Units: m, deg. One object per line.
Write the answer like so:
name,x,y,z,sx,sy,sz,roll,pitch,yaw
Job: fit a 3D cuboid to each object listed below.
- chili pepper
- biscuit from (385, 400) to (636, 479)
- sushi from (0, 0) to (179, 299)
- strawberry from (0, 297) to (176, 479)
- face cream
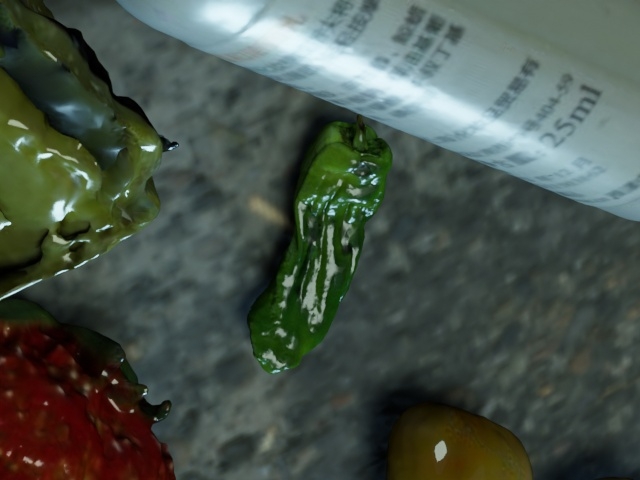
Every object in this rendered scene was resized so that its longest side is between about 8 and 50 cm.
chili pepper,0.000,0.000,0.608,0.030,0.034,0.091,21,105,-2
biscuit,0.050,0.172,0.693,0.164,0.047,0.208,25,92,-34
sushi,-0.179,0.026,0.456,0.291,0.131,0.139,-36,128,0
strawberry,-0.123,0.101,0.564,0.187,0.082,0.146,-44,121,2
face cream,0.017,-0.078,0.542,0.269,0.082,0.082,19,103,-36
